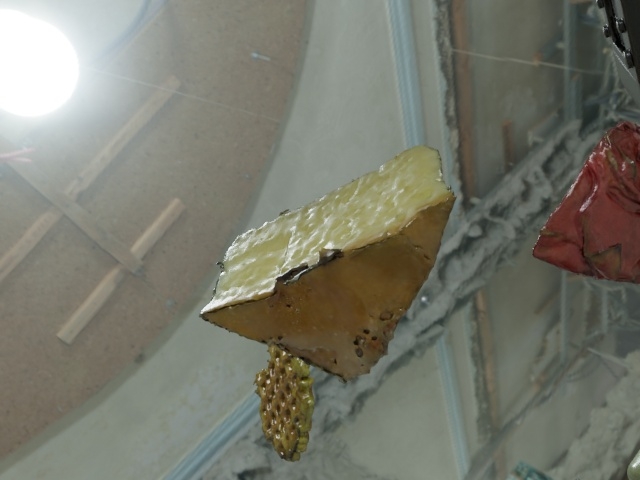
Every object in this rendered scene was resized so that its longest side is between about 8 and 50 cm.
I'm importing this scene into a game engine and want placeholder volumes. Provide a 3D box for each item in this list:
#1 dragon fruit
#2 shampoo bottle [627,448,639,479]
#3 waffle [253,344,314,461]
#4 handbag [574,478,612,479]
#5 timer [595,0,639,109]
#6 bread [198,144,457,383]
[{"bbox_3d":[0.436,-0.049,0.990,0.317,0.152,0.205,-16,-48,-57],"label":"dragon fruit"},{"bbox_3d":[0.376,0.239,0.750,0.162,0.079,0.079,-51,-41,-9],"label":"shampoo bottle"},{"bbox_3d":[-0.088,0.373,1.704,0.058,0.281,0.300,-2,-67,-28],"label":"waffle"},{"bbox_3d":[0.394,0.464,0.994,0.179,0.062,0.229,4,-96,-75],"label":"handbag"},{"bbox_3d":[0.329,-0.233,0.743,0.144,0.055,0.187,-73,-38,-58],"label":"timer"},{"bbox_3d":[0.000,0.000,0.973,0.248,0.279,0.315,-76,1,-60],"label":"bread"}]
